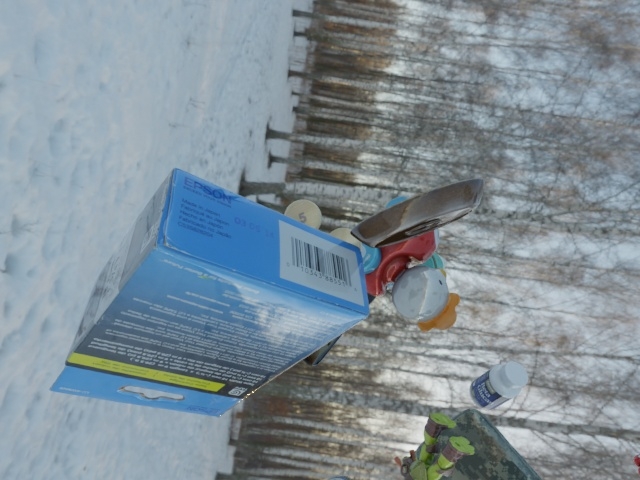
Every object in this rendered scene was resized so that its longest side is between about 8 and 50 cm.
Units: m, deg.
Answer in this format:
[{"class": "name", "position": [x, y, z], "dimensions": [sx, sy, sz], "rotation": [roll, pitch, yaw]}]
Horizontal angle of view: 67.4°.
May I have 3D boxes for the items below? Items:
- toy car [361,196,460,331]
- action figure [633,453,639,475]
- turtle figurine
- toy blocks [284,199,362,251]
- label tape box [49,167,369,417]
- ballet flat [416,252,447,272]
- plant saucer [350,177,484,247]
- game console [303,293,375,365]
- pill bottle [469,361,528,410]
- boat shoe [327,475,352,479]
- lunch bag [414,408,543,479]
[{"class": "toy car", "position": [0.197, 0.071, 0.971], "dimensions": [0.210, 0.238, 0.219], "rotation": [-44, 156, 2]}, {"class": "action figure", "position": [0.808, 0.527, 1.031], "dimensions": [0.139, 0.091, 0.280], "rotation": [-51, -167, 1]}, {"class": "turtle figurine", "position": [0.198, 0.447, 0.927], "dimensions": [0.269, 0.087, 0.217], "rotation": [-108, -141, -76]}, {"class": "toy blocks", "position": [0.000, 0.000, 0.730], "dimensions": [0.054, 0.123, 0.148], "rotation": [-54, 176, -9]}, {"class": "label tape box", "position": [-0.143, 0.093, 0.576], "dimensions": [0.334, 0.241, 0.106], "rotation": [-41, -141, 36]}, {"class": "ballet flat", "position": [0.329, 0.093, 1.407], "dimensions": [0.083, 0.087, 0.247], "rotation": [36, -30, 40]}, {"class": "plant saucer", "position": [0.119, -0.026, 0.575], "dimensions": [0.168, 0.168, 0.029], "rotation": [107, -36, -78]}, {"class": "game console", "position": [-0.038, 0.163, 1.351], "dimensions": [0.173, 0.293, 0.250], "rotation": [-46, 174, -44]}, {"class": "pill bottle", "position": [0.497, 0.403, 1.337], "dimensions": [0.169, 0.094, 0.094], "rotation": [115, -13, -49]}, {"class": "boat shoe", "position": [0.021, 0.466, 0.837], "dimensions": [0.066, 0.066, 0.183], "rotation": [45, -57, 32]}, {"class": "lunch bag", "position": [0.365, 0.580, 1.138], "dimensions": [0.305, 0.212, 0.256], "rotation": [48, -21, 28]}]
